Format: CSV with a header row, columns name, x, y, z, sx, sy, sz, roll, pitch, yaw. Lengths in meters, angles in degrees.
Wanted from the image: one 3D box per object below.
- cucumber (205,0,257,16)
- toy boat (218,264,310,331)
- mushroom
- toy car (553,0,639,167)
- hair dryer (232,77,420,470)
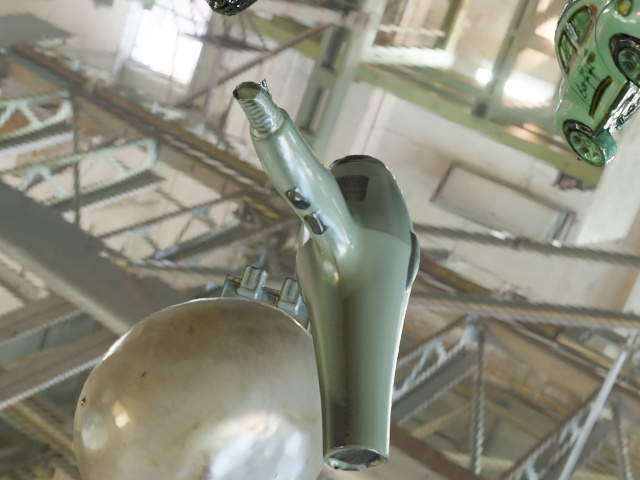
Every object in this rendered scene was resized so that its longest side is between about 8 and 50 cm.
name,x,y,z,sx,sy,sz,roll,pitch,yaw
cucumber,-0.007,-0.318,0.930,0.081,0.303,0.072,39,174,4
toy boat,-0.113,0.200,1.611,0.141,0.319,0.092,17,171,4
mushroom,-0.097,0.124,0.877,0.207,0.207,0.215,11,-157,-27
toy car,0.279,-0.181,0.998,0.125,0.136,0.306,45,168,10
hair dryer,0.008,0.032,0.691,0.088,0.219,0.225,-12,166,17
